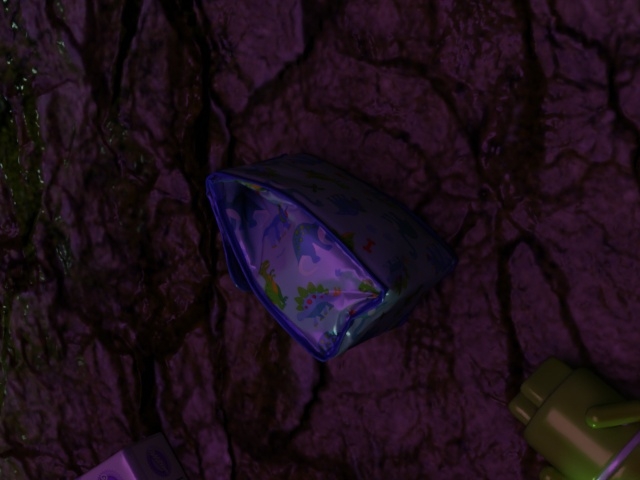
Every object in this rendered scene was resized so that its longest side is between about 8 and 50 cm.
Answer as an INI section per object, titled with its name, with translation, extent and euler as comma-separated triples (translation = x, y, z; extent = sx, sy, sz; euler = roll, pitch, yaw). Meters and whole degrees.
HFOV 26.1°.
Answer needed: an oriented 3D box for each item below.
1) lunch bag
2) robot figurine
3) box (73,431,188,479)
[lunch bag]
translation = 0.000, 0.000, 0.977
extent = 0.151, 0.129, 0.096
euler = 48, 115, 12
[robot figurine]
translation = 0.185, 0.133, 0.936
extent = 0.115, 0.067, 0.101
euler = 42, 142, 16
[box]
translation = -0.087, 0.313, 1.109
extent = 0.067, 0.063, 0.324
euler = -33, 82, 26
